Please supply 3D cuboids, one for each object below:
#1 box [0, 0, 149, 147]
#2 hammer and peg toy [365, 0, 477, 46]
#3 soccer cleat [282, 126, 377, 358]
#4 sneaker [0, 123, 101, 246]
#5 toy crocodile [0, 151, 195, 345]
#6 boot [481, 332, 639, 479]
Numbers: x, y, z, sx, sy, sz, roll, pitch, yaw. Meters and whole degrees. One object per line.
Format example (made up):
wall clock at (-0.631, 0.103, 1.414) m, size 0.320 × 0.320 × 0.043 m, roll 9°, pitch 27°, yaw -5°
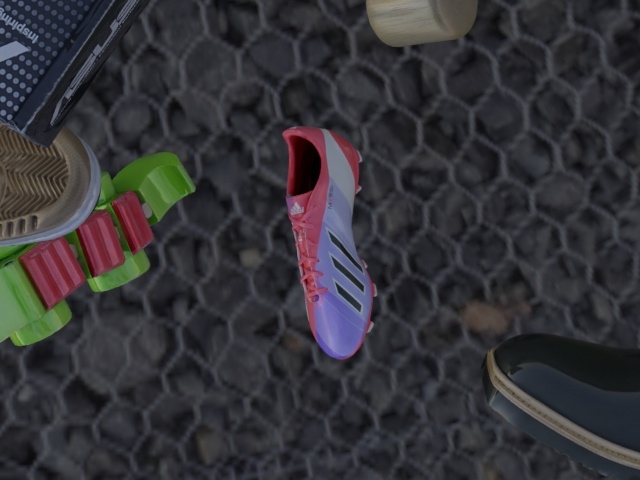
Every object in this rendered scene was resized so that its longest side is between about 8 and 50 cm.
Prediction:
box at (-0.151, -0.197, 0.581) m, size 0.270 × 0.060 × 0.216 m, roll 35°, pitch 87°, yaw 1°
hammer and peg toy at (0.120, -0.323, 1.100) m, size 0.127 × 0.361 × 0.266 m, roll 3°, pitch 146°, yaw 35°
soccer cleat at (0.000, 0.000, 1.673) m, size 0.083 × 0.248 × 0.095 m, roll -18°, pitch 155°, yaw 39°
sneaker at (-0.235, -0.029, 1.129) m, size 0.282 × 0.099 × 0.153 m, roll 3°, pitch 165°, yaw 32°
toy crocodile at (-0.244, 0.011, 1.582) m, size 0.105 × 0.340 × 0.115 m, roll -13°, pitch 105°, yaw 36°
boot at (0.180, 0.037, 0.683) m, size 0.198 × 0.077 × 0.137 m, roll 14°, pitch 117°, yaw -10°
